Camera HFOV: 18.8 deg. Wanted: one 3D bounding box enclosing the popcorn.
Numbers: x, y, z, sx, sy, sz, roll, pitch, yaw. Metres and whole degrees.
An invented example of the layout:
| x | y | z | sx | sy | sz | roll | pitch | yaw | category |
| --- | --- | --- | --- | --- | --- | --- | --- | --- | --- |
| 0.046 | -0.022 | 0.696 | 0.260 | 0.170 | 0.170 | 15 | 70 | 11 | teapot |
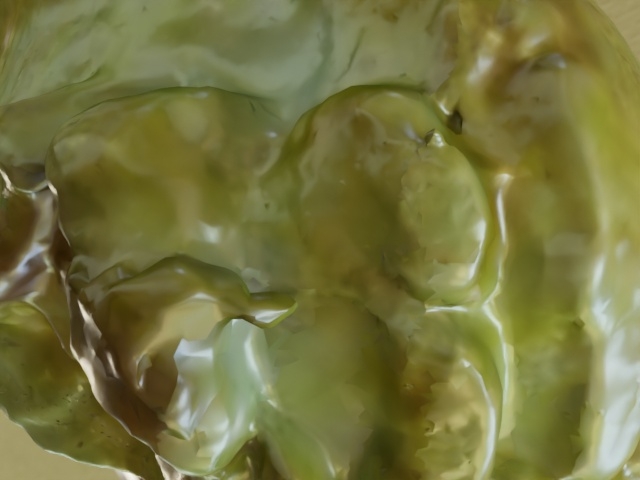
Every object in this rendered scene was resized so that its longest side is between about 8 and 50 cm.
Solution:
| x | y | z | sx | sy | sz | roll | pitch | yaw | category |
| --- | --- | --- | --- | --- | --- | --- | --- | --- | --- |
| 0.000 | 0.000 | 0.521 | 0.221 | 0.184 | 0.204 | 21 | -33 | 47 | popcorn |
